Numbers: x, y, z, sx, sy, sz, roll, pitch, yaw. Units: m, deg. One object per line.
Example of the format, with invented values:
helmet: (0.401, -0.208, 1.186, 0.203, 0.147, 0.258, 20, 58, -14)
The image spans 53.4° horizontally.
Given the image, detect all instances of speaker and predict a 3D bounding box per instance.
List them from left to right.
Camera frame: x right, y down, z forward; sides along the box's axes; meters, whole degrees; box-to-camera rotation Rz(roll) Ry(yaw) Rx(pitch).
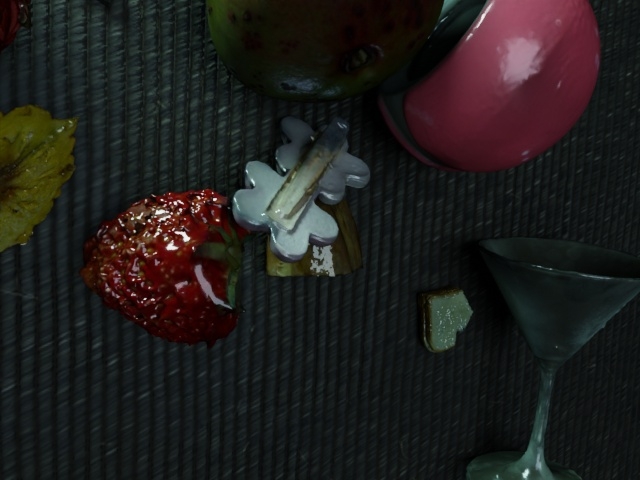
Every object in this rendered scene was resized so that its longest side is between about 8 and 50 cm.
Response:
speaker: (0.215, -0.226, 0.828, 0.294, 0.294, 0.294, -4, 99, -26)

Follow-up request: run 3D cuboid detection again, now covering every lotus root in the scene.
lotus root: (-0.002, -0.003, 0.877, 0.159, 0.095, 0.135, -18, 101, -29)

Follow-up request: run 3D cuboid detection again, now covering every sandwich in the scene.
sandwich: (0.200, 0.127, 1.023, 0.093, 0.036, 0.104, -4, 100, -27)

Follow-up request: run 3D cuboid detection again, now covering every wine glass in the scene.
wine glass: (0.360, 0.211, 1.001, 0.267, 0.267, 0.405, -2, 102, -26)

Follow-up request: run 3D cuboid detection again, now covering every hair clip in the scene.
hair clip: (-0.017, -0.077, 0.812, 0.146, 0.075, 0.257, 37, 52, -9)

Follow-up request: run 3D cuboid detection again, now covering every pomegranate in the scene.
pomegranate: (-0.019, -0.315, 0.764, 0.291, 0.323, 0.290, -26, 140, -24)

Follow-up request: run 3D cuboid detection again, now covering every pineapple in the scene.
pineapple: (-0.395, -0.055, 0.683, 0.164, 0.139, 0.249, 31, 62, 14)

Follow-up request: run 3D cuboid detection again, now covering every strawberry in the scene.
strawberry: (-0.181, 0.031, 0.756, 0.202, 0.184, 0.186, 1, 95, -2)

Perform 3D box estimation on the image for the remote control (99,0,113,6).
remote control: (-0.279, -0.310, 0.737, 0.091, 0.016, 0.034, 28, 89, -26)

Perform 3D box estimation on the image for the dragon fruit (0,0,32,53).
dragon fruit: (-0.410, -0.269, 0.567, 0.299, 0.244, 0.244, 17, 89, -35)
